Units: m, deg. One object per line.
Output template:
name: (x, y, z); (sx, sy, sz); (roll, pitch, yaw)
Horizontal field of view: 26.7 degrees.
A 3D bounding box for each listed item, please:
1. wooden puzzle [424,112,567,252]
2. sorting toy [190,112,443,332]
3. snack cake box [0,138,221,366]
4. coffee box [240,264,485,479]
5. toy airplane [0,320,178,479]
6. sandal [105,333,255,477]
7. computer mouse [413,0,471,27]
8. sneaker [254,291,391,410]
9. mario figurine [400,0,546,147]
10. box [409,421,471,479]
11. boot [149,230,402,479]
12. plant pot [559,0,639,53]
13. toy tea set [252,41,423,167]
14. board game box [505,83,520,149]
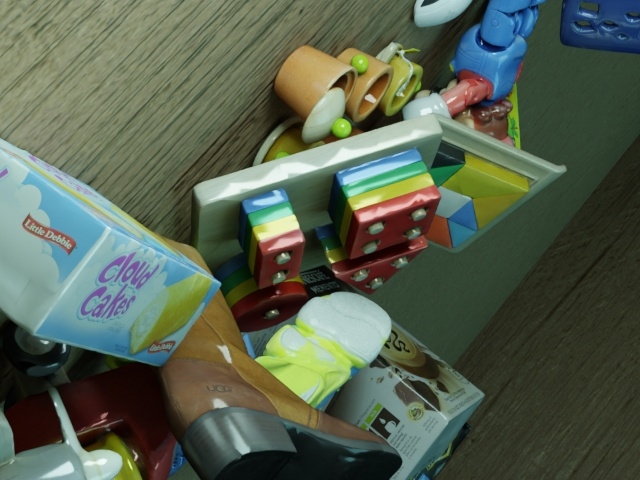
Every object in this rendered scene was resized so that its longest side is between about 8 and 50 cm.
wooden puzzle: (0.159, -0.061, 1.711); (0.238, 0.044, 0.221); (16, 142, -30)
sorting toy: (0.000, 0.000, 1.406); (0.257, 0.089, 0.255); (-18, 159, -14)
snack cake box: (-0.189, 0.007, 0.989); (0.089, 0.152, 0.264); (-54, 165, -1)
coffee box: (0.046, 0.164, 1.747); (0.119, 0.297, 0.168); (-56, 165, 17)
toy airplane: (-0.268, 0.271, 1.103); (0.384, 0.272, 0.386); (-55, 165, 9)
sandal: (-0.163, 0.183, 1.366); (0.126, 0.138, 0.318); (-17, 128, -69)
computer mouse: (0.179, -0.319, 1.559); (0.193, 0.042, 0.106); (-54, 160, 3)
sneaker: (-0.021, 0.141, 1.389); (0.240, 0.091, 0.126); (-29, 154, -50)
mario figurine: (0.183, -0.224, 1.723); (0.198, 0.170, 0.321); (3, 118, -28)
box: (0.025, 0.287, 1.940); (0.257, 0.322, 0.079); (-50, 130, -9)
boot: (-0.072, 0.117, 1.216); (0.264, 0.280, 0.096); (11, 124, -45)
plant pot: (0.429, -0.383, 1.716); (0.212, 0.235, 0.236); (47, 52, -69)
toy tea set: (0.040, -0.110, 1.458); (0.200, 0.124, 0.336); (-58, 164, 17)
board game box: (0.248, -0.178, 1.884); (0.092, 0.043, 0.181); (92, -1, -64)
